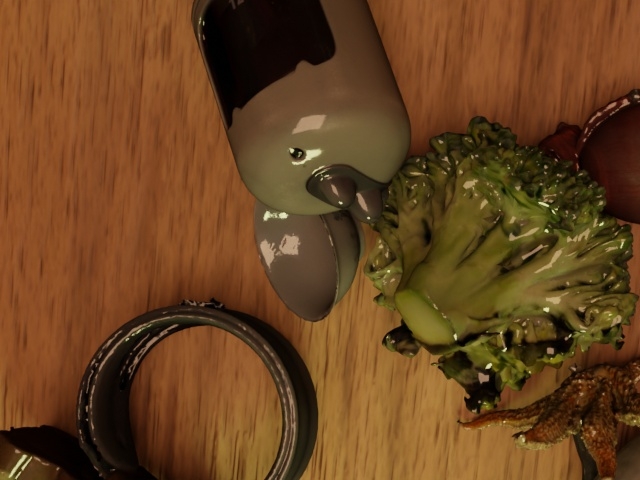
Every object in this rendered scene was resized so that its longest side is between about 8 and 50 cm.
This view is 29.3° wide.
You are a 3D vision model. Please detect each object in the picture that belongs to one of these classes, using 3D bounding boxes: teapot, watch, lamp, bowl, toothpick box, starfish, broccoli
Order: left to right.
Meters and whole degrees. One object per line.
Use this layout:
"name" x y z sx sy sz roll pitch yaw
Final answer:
"watch" -0.186 0.227 1.532 0.335 0.314 0.326 30 88 11
"toothpick box" -0.010 -0.164 1.409 0.229 0.229 0.316 -23 60 8
"bowl" 0.000 0.000 1.533 0.086 0.189 0.189 -19 98 -29
"broccoli" 0.196 0.030 1.455 0.272 0.324 0.334 -28 97 -15
"starfish" 0.304 0.202 1.450 0.302 0.293 0.084 -16 99 8
"teapot" 0.348 0.274 1.587 0.043 0.043 0.110 -6 102 6
"lamp" 0.382 -0.075 1.487 0.223 0.151 0.215 -8 100 45

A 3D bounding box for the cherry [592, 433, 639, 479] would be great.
"cherry" 0.456 0.366 1.480 0.326 0.291 0.334 -11 73 25
